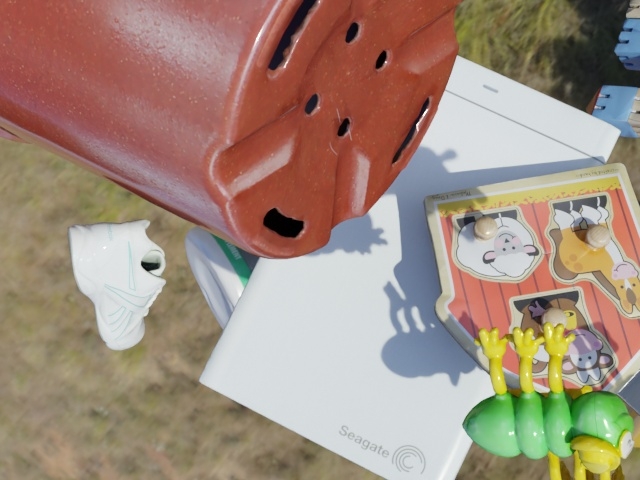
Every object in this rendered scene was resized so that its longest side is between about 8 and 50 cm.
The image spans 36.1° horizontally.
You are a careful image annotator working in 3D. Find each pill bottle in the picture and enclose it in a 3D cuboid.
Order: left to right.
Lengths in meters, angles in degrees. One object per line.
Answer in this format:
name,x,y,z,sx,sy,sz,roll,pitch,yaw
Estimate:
pill bottle,0.000,0.000,1.463,0.204,0.361,0.204,52,159,29

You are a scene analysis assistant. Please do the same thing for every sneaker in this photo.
sneaker,-0.140,0.035,0.720,0.152,0.061,0.054,89,165,-60

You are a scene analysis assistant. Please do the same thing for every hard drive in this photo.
hard drive,0.076,0.016,0.854,0.233,0.353,0.047,26,177,8

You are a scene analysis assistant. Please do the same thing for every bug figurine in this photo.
bug figurine,0.200,0.125,0.537,0.216,0.072,0.279,-3,144,27

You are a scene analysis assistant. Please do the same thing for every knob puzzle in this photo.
knob puzzle,0.184,0.037,0.759,0.213,0.213,0.030,35,161,10

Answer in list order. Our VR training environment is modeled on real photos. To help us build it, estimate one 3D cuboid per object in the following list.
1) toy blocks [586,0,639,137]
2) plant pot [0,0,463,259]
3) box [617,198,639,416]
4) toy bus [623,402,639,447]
toy blocks,0.495,-0.249,1.216,0.260,0.381,0.190,13,167,41
plant pot,-0.079,-0.135,0.552,0.265,0.272,0.272,31,149,26
box,0.304,0.060,0.956,0.093,0.156,0.158,37,-172,-45
toy bus,0.515,0.201,1.441,0.108,0.130,0.333,2,155,5
